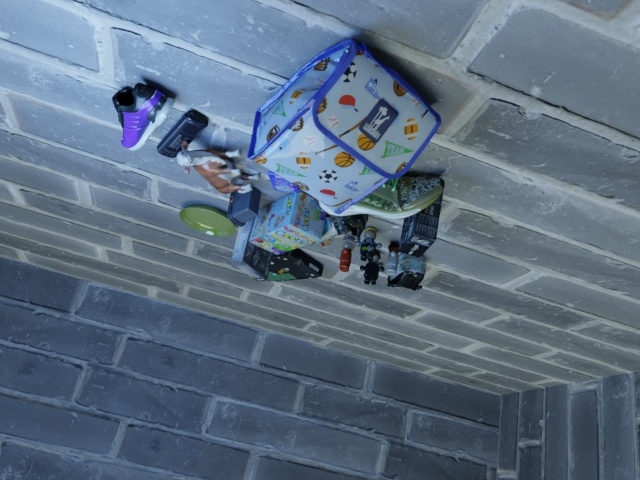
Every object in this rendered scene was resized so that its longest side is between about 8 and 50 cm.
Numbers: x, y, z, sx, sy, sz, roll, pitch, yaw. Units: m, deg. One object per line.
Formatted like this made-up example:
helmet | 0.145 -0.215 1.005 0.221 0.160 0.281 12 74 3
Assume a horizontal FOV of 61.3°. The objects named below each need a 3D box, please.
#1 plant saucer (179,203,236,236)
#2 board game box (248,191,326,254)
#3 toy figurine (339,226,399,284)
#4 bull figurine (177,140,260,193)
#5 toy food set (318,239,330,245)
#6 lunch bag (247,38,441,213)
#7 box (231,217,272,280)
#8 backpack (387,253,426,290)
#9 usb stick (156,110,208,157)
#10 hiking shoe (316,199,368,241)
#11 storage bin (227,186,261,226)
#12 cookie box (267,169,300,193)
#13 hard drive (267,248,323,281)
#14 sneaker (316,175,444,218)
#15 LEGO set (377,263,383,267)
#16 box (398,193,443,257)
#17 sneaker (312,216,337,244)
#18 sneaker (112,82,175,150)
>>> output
plant saucer | -0.462 -0.087 2.232 0.241 0.037 0.241 11 156 5
board game box | -0.121 -0.060 2.000 0.142 0.144 0.275 27 152 -30
toy figurine | 0.195 0.057 2.113 0.213 0.148 0.209 27 146 -24
bull figurine | -0.328 -0.232 1.760 0.188 0.101 0.310 4 167 16
toy food set | 0.000 0.000 2.216 0.083 0.020 0.082 13 155 -2
lunch bag | 0.058 -0.281 1.358 0.328 0.239 0.385 30 134 -32
box | -0.256 0.020 2.129 0.056 0.231 0.183 -6 150 29
backpack | 0.358 0.127 2.205 0.152 0.115 0.182 3 155 -7
usb stick | -0.438 -0.329 1.700 0.077 0.045 0.278 18 156 -31
hiking shoe | 0.076 -0.081 1.894 0.227 0.114 0.086 28 151 -30
storage bin | -0.273 -0.134 1.946 0.091 0.135 0.098 -20 141 32
cookie box | -0.118 -0.206 1.811 0.091 0.040 0.107 7 155 13
hard drive | -0.186 0.111 2.489 0.339 0.064 0.237 -11 147 39
sneaker | 0.166 -0.176 1.645 0.410 0.158 0.182 -2 134 18
LEGO set | 0.248 0.110 2.339 0.083 0.023 0.054 8 156 42
box | 0.323 -0.058 1.748 0.077 0.180 0.147 16 154 -4
sneaker | 0.023 -0.036 2.051 0.092 0.087 0.228 -3 172 -24
sneaker | -0.552 -0.378 1.600 0.146 0.102 0.293 32 145 -27
